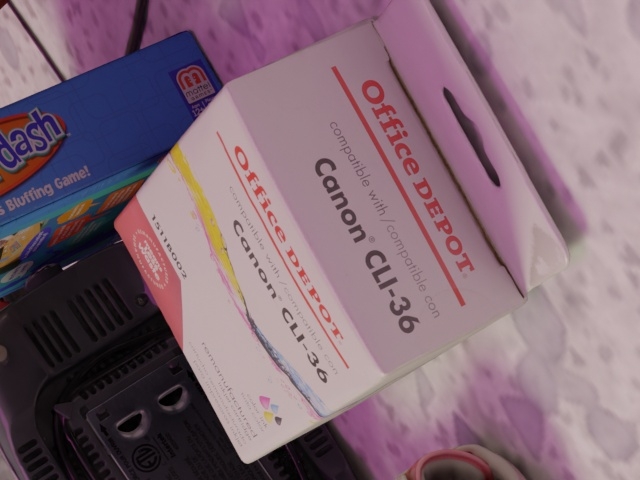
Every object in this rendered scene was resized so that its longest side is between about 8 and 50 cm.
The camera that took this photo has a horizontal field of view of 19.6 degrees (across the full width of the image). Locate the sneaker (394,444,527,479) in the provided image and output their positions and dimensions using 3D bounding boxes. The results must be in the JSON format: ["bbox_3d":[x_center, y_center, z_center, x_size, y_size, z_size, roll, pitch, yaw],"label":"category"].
[{"bbox_3d":[0.042,0.109,0.719,0.134,0.051,0.070,2,114,57],"label":"sneaker"}]

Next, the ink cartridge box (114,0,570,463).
[{"bbox_3d":[0.000,0.000,0.672,0.115,0.067,0.198,60,154,6],"label":"ink cartridge box"}]

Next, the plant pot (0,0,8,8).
[{"bbox_3d":[-0.249,-0.196,0.754,0.265,0.272,0.272,26,136,39],"label":"plant pot"}]

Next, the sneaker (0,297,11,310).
[{"bbox_3d":[-0.229,0.048,1.098,0.276,0.097,0.135,60,152,3],"label":"sneaker"}]

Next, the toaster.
[{"bbox_3d":[-0.069,0.118,0.846,0.227,0.129,0.146,53,157,8],"label":"toaster"}]

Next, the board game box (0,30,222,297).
[{"bbox_3d":[-0.154,-0.004,0.787,0.047,0.210,0.160,60,153,5],"label":"board game box"}]
